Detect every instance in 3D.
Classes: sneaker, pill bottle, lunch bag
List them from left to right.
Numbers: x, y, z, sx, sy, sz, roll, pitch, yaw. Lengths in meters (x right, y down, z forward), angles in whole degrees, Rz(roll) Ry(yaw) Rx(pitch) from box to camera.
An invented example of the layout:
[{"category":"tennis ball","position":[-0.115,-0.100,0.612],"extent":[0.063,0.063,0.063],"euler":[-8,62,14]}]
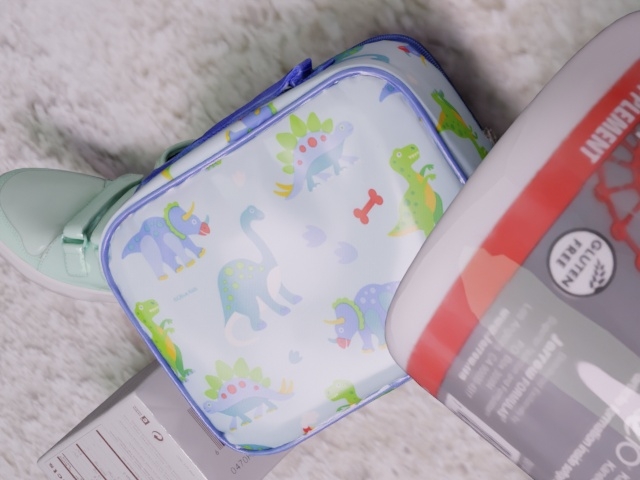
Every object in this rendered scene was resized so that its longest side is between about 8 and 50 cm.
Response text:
[{"category":"sneaker","position":[-0.109,-0.026,1.218],"extent":[0.256,0.094,0.151],"euler":[19,143,20]},{"category":"lunch bag","position":[0.000,0.000,1.069],"extent":[0.219,0.090,0.176],"euler":[-32,99,22]},{"category":"pill bottle","position":[0.226,0.080,0.874],"extent":[0.363,0.210,0.210],"euler":[39,144,11]}]

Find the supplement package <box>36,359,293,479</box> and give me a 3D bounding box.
[{"category":"supplement package","position":[-0.100,0.140,1.361],"extent":[0.105,0.105,0.179],"euler":[50,145,-3]}]
